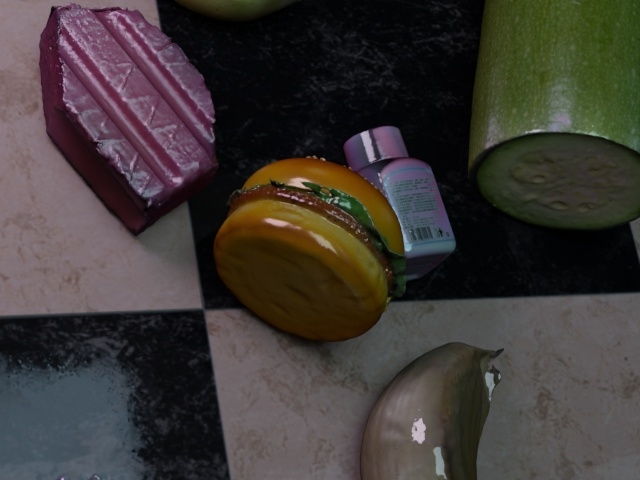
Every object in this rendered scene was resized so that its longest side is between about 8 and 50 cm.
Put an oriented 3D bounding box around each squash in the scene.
[{"bbox_3d":[0.346,-0.241,2.176,0.263,0.263,0.384,17,61,-16],"label":"squash"}]

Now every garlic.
[{"bbox_3d":[0.144,0.239,1.966,0.196,0.151,0.338,39,45,-36],"label":"garlic"}]

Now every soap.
[{"bbox_3d":[-0.248,-0.172,1.969,0.182,0.112,0.289,-37,85,-32],"label":"soap"}]

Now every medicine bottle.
[{"bbox_3d":[0.093,-0.048,2.058,0.094,0.119,0.188,-8,71,-28],"label":"medicine bottle"}]

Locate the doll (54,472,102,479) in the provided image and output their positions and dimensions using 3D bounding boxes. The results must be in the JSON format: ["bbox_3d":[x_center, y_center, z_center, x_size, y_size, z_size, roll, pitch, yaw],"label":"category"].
[{"bbox_3d":[-0.312,0.338,1.737,0.102,0.075,0.227,40,45,17],"label":"doll"}]

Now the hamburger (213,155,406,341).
[{"bbox_3d":[-0.001,0.000,1.935,0.246,0.246,0.170,31,57,-8],"label":"hamburger"}]

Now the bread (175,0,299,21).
[{"bbox_3d":[-0.131,-0.380,2.092,0.261,0.158,0.156,10,67,-17],"label":"bread"}]
